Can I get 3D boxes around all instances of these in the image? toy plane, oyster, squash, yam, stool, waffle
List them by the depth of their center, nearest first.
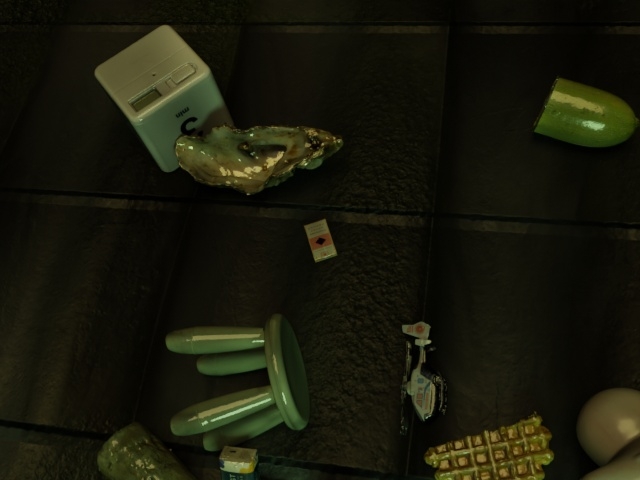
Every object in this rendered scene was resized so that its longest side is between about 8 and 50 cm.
[{"bbox_3d":[0.279,0.343,1.098,0.160,0.046,0.192,39,74,24],"label":"waffle"},{"bbox_3d":[-0.273,0.399,1.129,0.194,0.107,0.107,35,73,23],"label":"yam"},{"bbox_3d":[-0.133,0.240,1.146,0.198,0.195,0.195,-16,61,8],"label":"stool"},{"bbox_3d":[0.176,0.234,1.170,0.078,0.053,0.197,-4,66,18],"label":"toy plane"},{"bbox_3d":[0.520,-0.243,1.323,0.186,0.123,0.123,19,67,15],"label":"squash"},{"bbox_3d":[-0.122,-0.173,1.397,0.341,0.110,0.166,-16,77,5],"label":"oyster"}]

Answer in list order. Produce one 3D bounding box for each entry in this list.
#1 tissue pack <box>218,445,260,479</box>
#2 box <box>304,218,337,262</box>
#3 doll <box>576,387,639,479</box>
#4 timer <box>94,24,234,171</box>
[{"bbox_3d":[-0.132,0.385,1.125,0.062,0.083,0.042,2,24,9],"label":"tissue pack"},{"bbox_3d":[0.000,0.000,1.343,0.046,0.012,0.083,-18,61,0],"label":"box"},{"bbox_3d":[0.457,0.321,1.001,0.251,0.221,0.221,-19,57,-31],"label":"doll"},{"bbox_3d":[-0.328,-0.300,1.453,0.192,0.195,0.194,-37,64,-10],"label":"timer"}]
